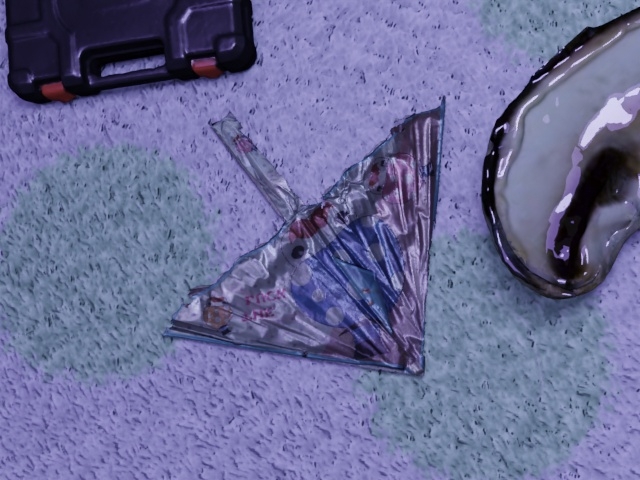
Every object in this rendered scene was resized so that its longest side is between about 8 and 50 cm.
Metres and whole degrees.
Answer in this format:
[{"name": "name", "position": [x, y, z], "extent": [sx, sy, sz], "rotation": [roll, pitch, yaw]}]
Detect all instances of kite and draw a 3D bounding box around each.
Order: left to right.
[{"name": "kite", "position": [0.000, 0.000, 1.214], "extent": [0.406, 0.014, 0.368], "rotation": [-39, 77, 5]}]

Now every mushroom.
[{"name": "mushroom", "position": [0.306, -0.092, 1.115], "extent": [0.247, 0.130, 0.344], "rotation": [38, 93, -3]}]

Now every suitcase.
[{"name": "suitcase", "position": [-0.221, -0.273, 1.266], "extent": [0.286, 0.066, 0.206], "rotation": [-7, 82, 11]}]
